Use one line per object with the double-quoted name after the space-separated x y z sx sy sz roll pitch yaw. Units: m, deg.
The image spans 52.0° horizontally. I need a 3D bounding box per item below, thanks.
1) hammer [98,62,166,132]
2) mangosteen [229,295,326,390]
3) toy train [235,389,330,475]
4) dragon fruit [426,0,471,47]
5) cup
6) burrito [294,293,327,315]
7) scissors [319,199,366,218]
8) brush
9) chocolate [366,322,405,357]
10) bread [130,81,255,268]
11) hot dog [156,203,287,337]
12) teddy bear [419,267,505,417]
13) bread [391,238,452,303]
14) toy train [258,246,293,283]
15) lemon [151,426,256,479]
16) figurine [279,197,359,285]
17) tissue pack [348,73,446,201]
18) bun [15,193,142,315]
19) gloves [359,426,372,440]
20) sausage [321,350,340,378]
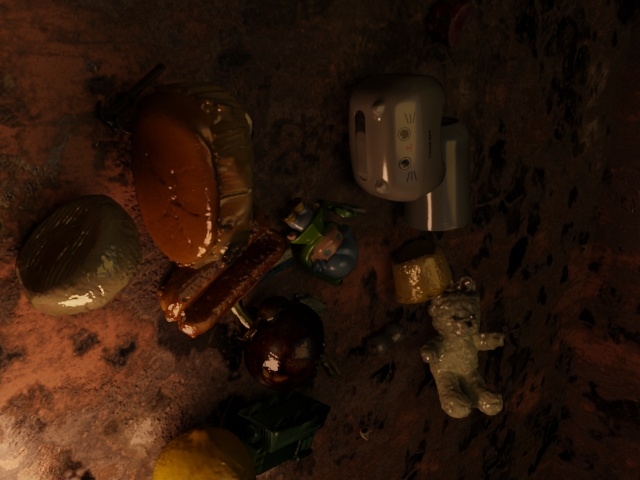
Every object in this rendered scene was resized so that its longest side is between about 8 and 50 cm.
-0.372 -0.295 1.303 0.062 0.017 0.182 46 61 -20 "hammer"
-0.123 0.241 1.648 0.289 0.231 0.231 34 75 -5 "mangosteen"
-0.104 0.513 1.751 0.330 0.138 0.178 0 108 -60 "toy train"
0.363 -0.648 1.914 0.096 0.102 0.147 3 106 -45 "dragon fruit"
0.349 -0.204 1.969 0.205 0.205 0.312 -24 119 -40 "cup"
-0.026 0.183 1.826 0.118 0.044 0.074 0 100 -43 "burrito"
0.080 -0.084 1.824 0.204 0.101 0.027 0 114 -60 "scissors"
-0.289 -0.244 1.397 0.312 0.067 0.072 -4 93 -35 "brush"
0.212 0.317 2.105 0.167 0.072 0.072 -25 121 -36 "chocolate"
-0.257 -0.122 1.312 0.183 0.236 0.389 -26 128 -40 "bread"
-0.227 0.066 1.517 0.349 0.117 0.158 -48 116 -26 "hot dog"
0.498 0.345 2.246 0.327 0.375 0.362 0 124 -18 "teddy bear"
0.310 0.102 2.064 0.197 0.197 0.171 -34 113 -34 "bread"
-0.169 0.082 1.633 0.234 0.052 0.051 -29 120 -37 "toy train"
-0.274 0.581 1.548 0.260 0.260 0.284 2 117 -47 "lemon"
0.000 0.000 1.730 0.263 0.143 0.162 47 61 -26 "figurine"
0.194 -0.273 1.759 0.236 0.229 0.333 -20 116 -34 "tissue pack"
-0.439 0.032 1.226 0.244 0.244 0.153 -57 146 -16 "bun"
0.151 0.633 2.172 0.044 0.037 0.081 -24 135 -9 "gloves"
0.002 0.332 1.913 0.033 0.033 0.269 -51 134 -22 "sausage"
